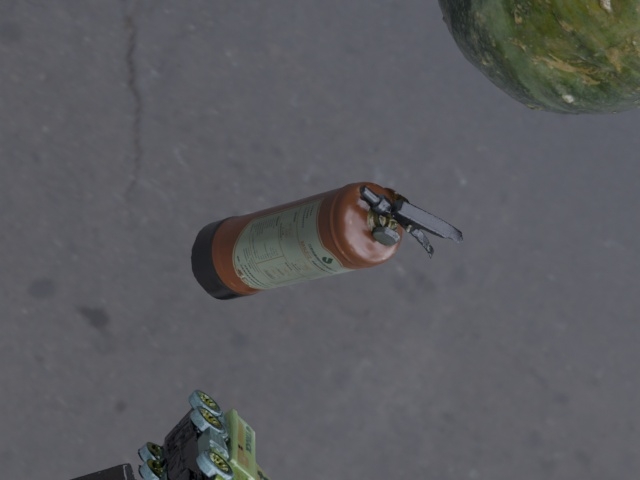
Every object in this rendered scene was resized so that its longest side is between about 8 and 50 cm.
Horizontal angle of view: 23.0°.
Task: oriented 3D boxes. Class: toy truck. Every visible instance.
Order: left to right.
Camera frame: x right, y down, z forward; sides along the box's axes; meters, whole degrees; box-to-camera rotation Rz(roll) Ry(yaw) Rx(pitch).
[{"bbox_3d":[-0.078,0.190,1.213,0.100,0.169,0.077,39,98,-18],"label":"toy truck"}]

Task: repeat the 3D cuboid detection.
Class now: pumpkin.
[{"bbox_3d":[0.256,-0.255,1.302,0.257,0.327,0.292,3,84,-36],"label":"pumpkin"}]

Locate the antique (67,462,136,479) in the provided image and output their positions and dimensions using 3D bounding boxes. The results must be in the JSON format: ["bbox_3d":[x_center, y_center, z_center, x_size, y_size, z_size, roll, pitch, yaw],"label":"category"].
[{"bbox_3d":[-0.206,0.186,1.043,0.015,0.192,0.031,22,52,-70],"label":"antique"}]

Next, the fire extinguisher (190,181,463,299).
[{"bbox_3d":[0.000,0.000,0.877,0.062,0.177,0.050,41,57,-28],"label":"fire extinguisher"}]
